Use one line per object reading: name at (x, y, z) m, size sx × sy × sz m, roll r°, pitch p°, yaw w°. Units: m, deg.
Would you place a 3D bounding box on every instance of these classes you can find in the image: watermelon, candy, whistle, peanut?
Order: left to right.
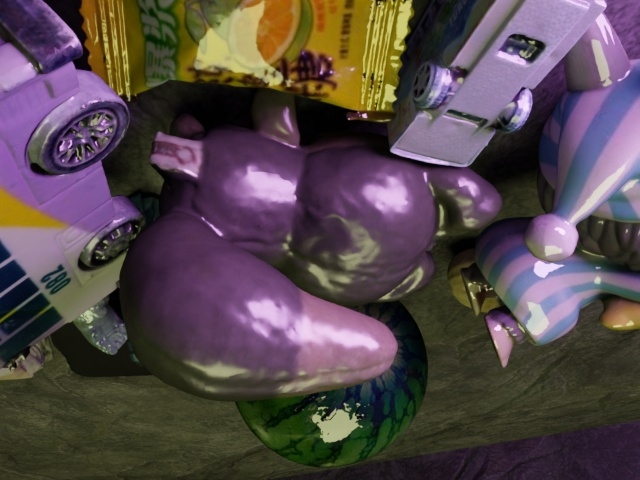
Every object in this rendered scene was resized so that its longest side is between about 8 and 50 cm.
whistle at (-0.367, 0.090, 0.897) m, size 0.122 × 0.123 × 0.223 m, roll -14°, pitch 119°, yaw 16°
candy at (-0.065, -0.198, 0.512) m, size 0.297 × 0.081 × 0.187 m, roll 3°, pitch 128°, yaw -6°
watermelon at (0.012, 0.222, 0.998) m, size 0.362 × 0.364 × 0.363 m, roll -3°, pitch 149°, yaw -2°
peanut at (0.337, 0.080, 1.011) m, size 0.274 × 0.111 × 0.125 m, roll 10°, pitch 150°, yaw -21°

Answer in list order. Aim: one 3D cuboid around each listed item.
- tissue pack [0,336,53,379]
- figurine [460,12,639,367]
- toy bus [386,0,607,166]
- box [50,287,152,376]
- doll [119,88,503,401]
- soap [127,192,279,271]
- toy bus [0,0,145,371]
tissue pack at (-0.644, 0.133, 0.910) m, size 0.389 × 0.195 × 0.375 m, roll 8°, pitch 150°, yaw -18°
figurine at (0.293, -0.087, 0.641) m, size 0.361 × 0.266 × 0.378 m, roll -27°, pitch 120°, yaw 10°
toy bus at (0.165, -0.208, 0.497) m, size 0.108 × 0.136 × 0.330 m, roll 10°, pitch 147°, yaw -17°
box at (-0.329, 0.188, 1.133) m, size 0.358 × 0.091 × 0.350 m, roll 1°, pitch 149°, yaw -8°
doll at (-0.008, 0.025, 0.634) m, size 0.382 × 0.379 × 0.252 m, roll 12°, pitch 145°, yaw -7°
soap at (-0.196, 0.028, 0.896) m, size 0.293 × 0.077 × 0.156 m, roll 21°, pitch 141°, yaw -35°
toy bus at (-0.326, -0.044, 0.520) m, size 0.249 × 0.209 × 0.440 m, roll -42°, pitch 171°, yaw -24°
